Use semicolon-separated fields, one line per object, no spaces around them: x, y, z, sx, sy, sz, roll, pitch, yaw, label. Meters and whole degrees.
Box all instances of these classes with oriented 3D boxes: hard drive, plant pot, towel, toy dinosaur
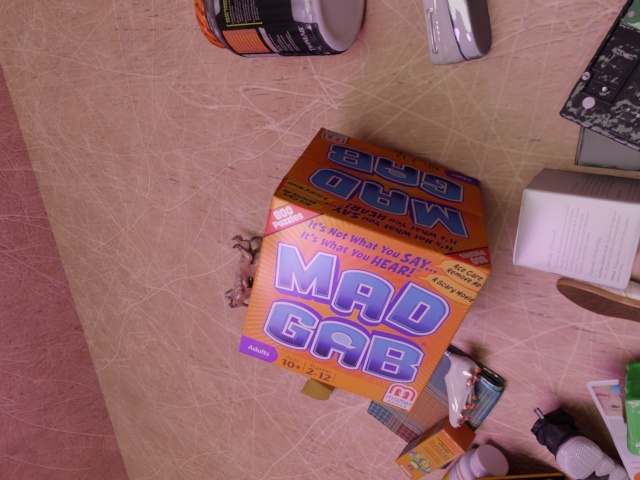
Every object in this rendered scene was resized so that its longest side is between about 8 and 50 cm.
0.548;-0.287;0.689;0.237;0.064;0.339;35;116;25;hard drive
0.003;0.434;1.459;0.083;0.081;0.081;31;126;7;plant pot
0.284;0.418;1.264;0.271;0.040;0.370;33;126;22;towel
-0.156;0.069;1.394;0.295;0.127;0.200;-20;108;24;toy dinosaur

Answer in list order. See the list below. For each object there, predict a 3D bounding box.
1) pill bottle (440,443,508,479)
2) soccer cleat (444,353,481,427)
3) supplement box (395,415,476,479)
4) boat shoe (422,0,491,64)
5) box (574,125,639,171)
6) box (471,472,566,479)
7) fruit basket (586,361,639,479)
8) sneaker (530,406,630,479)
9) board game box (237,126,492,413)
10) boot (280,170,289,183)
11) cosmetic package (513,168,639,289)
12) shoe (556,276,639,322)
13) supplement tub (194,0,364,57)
0.386;0.614;1.221;0.117;0.117;0.215;35;127;20;pill bottle
0.327;0.354;1.138;0.076;0.068;0.196;28;125;44;soccer cleat
0.292;0.538;1.241;0.078;0.080;0.233;45;134;15;supplement box
0.195;-0.502;0.875;0.156;0.136;0.367;-2;118;41;boat shoe
0.538;-0.206;0.791;0.190;0.045;0.184;14;114;32;box
0.413;0.675;1.151;0.079;0.257;0.322;-105;28;-51;box
0.704;0.384;0.854;0.327;0.165;0.353;-17;102;40;fruit basket
0.554;0.453;1.038;0.101;0.153;0.268;-42;119;7;sneaker
0.085;0.042;0.967;0.356;0.356;0.357;19;123;3;board game box
-0.062;-0.087;1.252;0.076;0.198;0.137;16;155;21;boot
0.463;-0.030;0.856;0.183;0.151;0.152;14;118;33;cosmetic package
0.566;0.108;0.909;0.219;0.058;0.077;19;151;34;shoe
-0.095;-0.502;1.029;0.338;0.207;0.207;13;117;32;supplement tub
